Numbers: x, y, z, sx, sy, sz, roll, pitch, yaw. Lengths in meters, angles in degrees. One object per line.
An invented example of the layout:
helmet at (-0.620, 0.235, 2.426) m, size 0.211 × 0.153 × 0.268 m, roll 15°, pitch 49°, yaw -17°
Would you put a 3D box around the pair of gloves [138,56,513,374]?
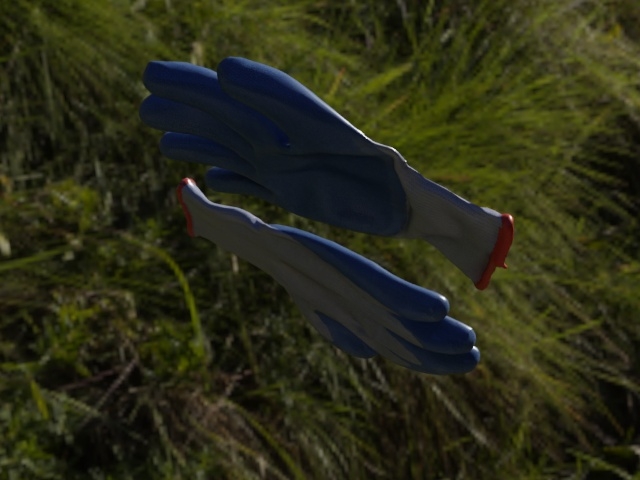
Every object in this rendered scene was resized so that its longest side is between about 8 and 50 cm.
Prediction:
pair of gloves at (0.000, 0.000, 0.474) m, size 0.159 × 0.023 × 0.198 m, roll 27°, pitch -24°, yaw 12°
